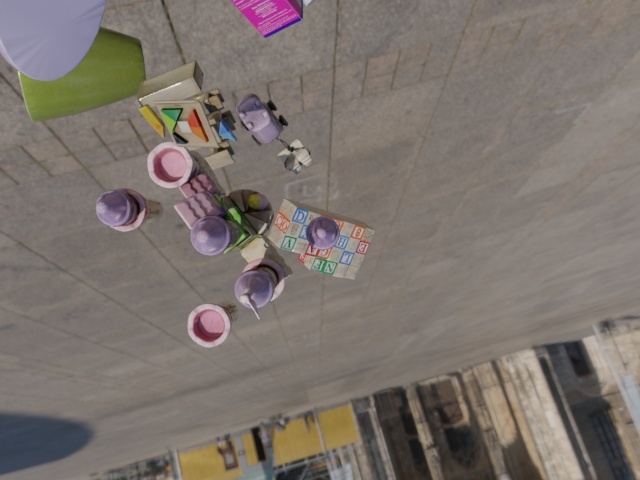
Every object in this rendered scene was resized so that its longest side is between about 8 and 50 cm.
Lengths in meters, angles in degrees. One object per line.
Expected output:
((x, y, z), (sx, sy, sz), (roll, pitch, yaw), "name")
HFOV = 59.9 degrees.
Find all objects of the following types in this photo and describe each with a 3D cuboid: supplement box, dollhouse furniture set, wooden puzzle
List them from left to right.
((-0.164, -0.140, 0.676), (0.117, 0.014, 0.078), (0, 138, 31), "wooden puzzle")
((-0.345, -0.321, 1.463), (0.161, 0.212, 0.242), (-18, 132, 10), "dollhouse furniture set")
((-0.143, -0.578, 1.228), (0.114, 0.111, 0.220), (-16, 148, 27), "supplement box")

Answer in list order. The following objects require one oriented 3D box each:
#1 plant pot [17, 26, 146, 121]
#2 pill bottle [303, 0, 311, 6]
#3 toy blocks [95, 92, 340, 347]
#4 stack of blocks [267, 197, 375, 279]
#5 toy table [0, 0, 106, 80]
((-0.621, -0.459, 1.464), (0.294, 0.274, 0.275), (-8, 161, -19), "plant pot")
((-0.072, -0.851, 1.738), (0.119, 0.208, 0.119), (-39, -168, 10), "pill bottle")
((-0.136, -0.034, 0.806), (0.309, 0.288, 0.260), (-37, 179, 4), "toy blocks")
((0.000, 0.000, 1.643), (0.297, 0.087, 0.171), (15, 104, -35), "stack of blocks")
((-0.443, -0.400, 0.827), (0.252, 0.161, 0.274), (1, 117, -60), "toy table")
